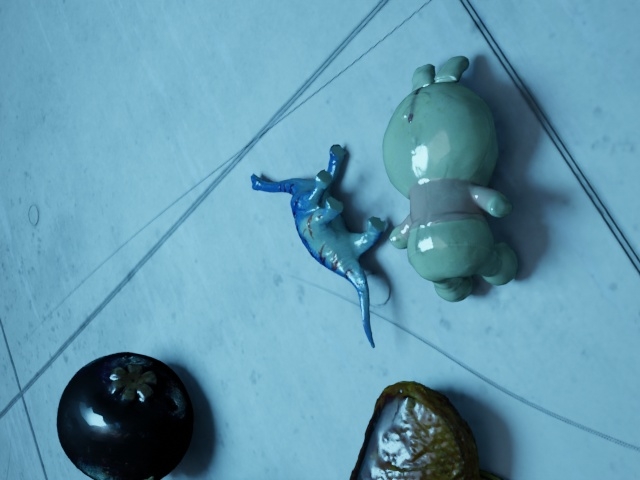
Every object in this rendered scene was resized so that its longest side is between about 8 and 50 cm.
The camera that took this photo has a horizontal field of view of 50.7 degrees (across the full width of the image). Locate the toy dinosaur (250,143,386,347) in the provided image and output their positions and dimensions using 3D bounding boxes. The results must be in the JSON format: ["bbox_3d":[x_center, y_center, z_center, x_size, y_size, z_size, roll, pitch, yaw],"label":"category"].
[{"bbox_3d":[0.006,-0.029,0.878,0.329,0.076,0.144,51,130,30],"label":"toy dinosaur"}]

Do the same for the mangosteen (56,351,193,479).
[{"bbox_3d":[-0.316,0.296,1.095,0.243,0.243,0.243,3,94,42],"label":"mangosteen"}]

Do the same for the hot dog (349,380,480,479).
[{"bbox_3d":[0.100,0.273,0.784,0.160,0.099,0.227,28,105,44],"label":"hot dog"}]

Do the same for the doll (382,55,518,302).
[{"bbox_3d":[0.135,-0.069,0.733,0.154,0.113,0.275,-13,85,44],"label":"doll"}]

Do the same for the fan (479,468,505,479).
[{"bbox_3d":[0.214,0.372,0.754,0.335,0.011,0.230,-8,86,42],"label":"fan"}]

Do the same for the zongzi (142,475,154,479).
[{"bbox_3d":[-0.335,0.475,1.105,0.467,0.218,0.500,-61,15,5],"label":"zongzi"}]
